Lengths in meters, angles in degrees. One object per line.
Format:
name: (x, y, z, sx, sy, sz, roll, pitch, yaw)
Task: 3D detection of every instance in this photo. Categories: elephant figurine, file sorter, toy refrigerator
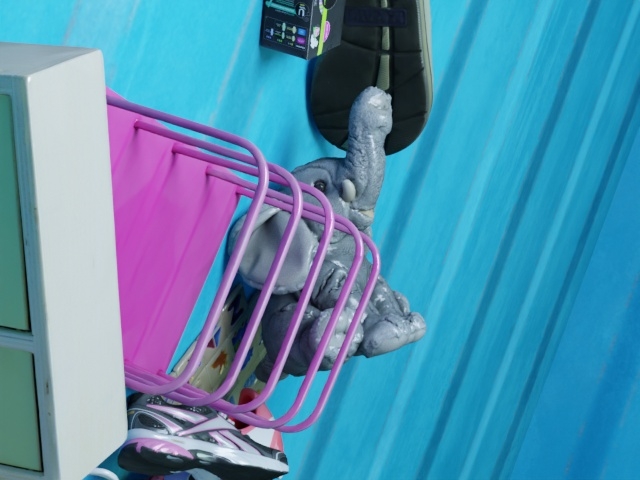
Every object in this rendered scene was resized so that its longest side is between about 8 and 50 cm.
elephant figurine: (0.000, 0.000, 1.294, 0.169, 0.186, 0.239, 150, -78, -81)
file sorter: (-0.092, 0.030, 1.054, 0.202, 0.182, 0.291, -68, 157, -5)
toy refrigerator: (-0.194, 0.017, 0.846, 0.094, 0.102, 0.269, -41, 134, -61)

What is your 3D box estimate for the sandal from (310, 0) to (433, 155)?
sandal: (0.059, -0.210, 1.283, 0.086, 0.120, 0.302, -63, 160, -52)

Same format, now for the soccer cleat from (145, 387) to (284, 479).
soccer cleat: (-0.130, 0.229, 1.278, 0.248, 0.083, 0.095, -28, 106, -43)

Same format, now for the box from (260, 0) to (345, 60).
box: (-0.014, -0.211, 1.191, 0.062, 0.052, 0.083, -36, 140, -51)

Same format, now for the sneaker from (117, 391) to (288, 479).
sneaker: (-0.102, 0.177, 1.226, 0.178, 0.072, 0.077, 24, 50, -40)

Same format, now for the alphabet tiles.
alphabet tiles: (-0.088, 0.132, 1.372, 0.237, 0.009, 0.198, -54, 153, -32)

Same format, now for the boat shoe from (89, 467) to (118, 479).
boat shoe: (-0.218, 0.235, 1.019, 0.367, 0.136, 0.156, -44, 123, -68)
